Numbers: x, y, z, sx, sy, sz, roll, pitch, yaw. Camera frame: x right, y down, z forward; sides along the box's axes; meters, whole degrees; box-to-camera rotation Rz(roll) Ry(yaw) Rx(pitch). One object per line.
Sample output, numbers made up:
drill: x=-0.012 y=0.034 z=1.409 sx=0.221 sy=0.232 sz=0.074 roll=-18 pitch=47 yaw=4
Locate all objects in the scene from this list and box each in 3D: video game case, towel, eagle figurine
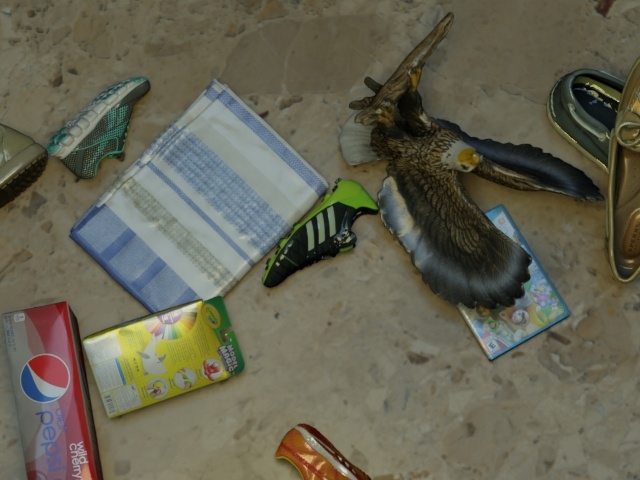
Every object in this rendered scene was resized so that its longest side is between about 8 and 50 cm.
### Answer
video game case: x=0.220 y=0.052 z=1.983 sx=0.119 sy=0.015 sz=0.166 roll=-29 pitch=77 yaw=-7
towel: x=-0.152 y=-0.041 z=1.999 sx=0.209 sy=0.034 sz=0.285 roll=43 pitch=81 yaw=8
eagle figurine: x=0.169 y=-0.084 z=1.941 sx=0.226 sy=0.225 sz=0.298 roll=-37 pitch=108 yaw=22

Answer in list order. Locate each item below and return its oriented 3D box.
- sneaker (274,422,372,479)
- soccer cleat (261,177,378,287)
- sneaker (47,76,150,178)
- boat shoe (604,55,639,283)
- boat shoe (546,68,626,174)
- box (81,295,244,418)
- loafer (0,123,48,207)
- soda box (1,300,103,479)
sneaker: x=0.020 y=0.297 z=1.902 sx=0.175 sy=0.064 sz=0.067 roll=43 pitch=99 yaw=15
soccer cleat: x=0.000 y=0.000 z=1.975 sx=0.072 sy=0.060 sz=0.179 roll=41 pitch=76 yaw=8
sneaker: x=-0.272 y=-0.142 z=2.018 sx=0.166 sy=0.065 sz=0.076 roll=-46 pitch=114 yaw=-23
boat shoe: x=0.399 y=-0.087 z=1.911 sx=0.104 sy=0.089 sz=0.285 roll=8 pitch=110 yaw=15
boat shoe: x=0.426 y=-0.109 z=1.983 sx=0.319 sy=0.099 sz=0.116 roll=36 pitch=77 yaw=9
box: x=-0.190 y=0.139 z=1.931 sx=0.179 sy=0.043 sz=0.105 roll=-18 pitch=93 yaw=-3
loafer: x=-0.466 y=-0.051 z=1.971 sx=0.268 sy=0.102 sz=0.092 roll=-38 pitch=77 yaw=-19
soda box: x=-0.317 y=0.213 z=1.898 sx=0.083 sy=0.092 sz=0.263 roll=-11 pitch=75 yaw=-4
